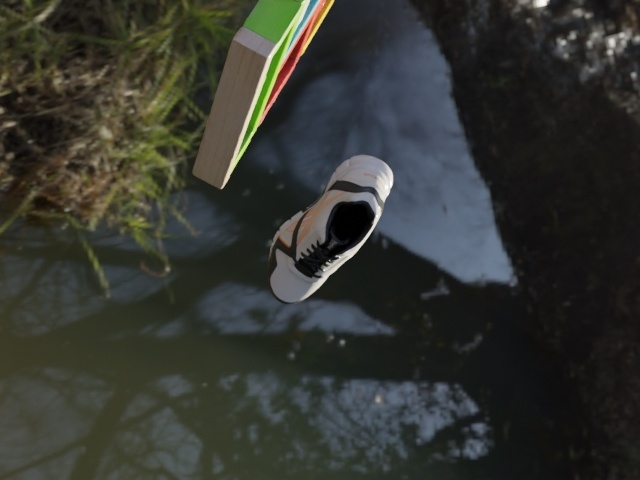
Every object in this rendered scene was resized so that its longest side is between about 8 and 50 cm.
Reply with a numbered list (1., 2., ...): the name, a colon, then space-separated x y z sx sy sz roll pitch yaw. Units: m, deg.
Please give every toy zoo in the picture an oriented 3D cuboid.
1. toy zoo: -0.011 -0.200 0.888 0.030 0.192 0.293 28 60 -1

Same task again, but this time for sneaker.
1. sneaker: 0.000 0.000 0.622 0.040 0.109 0.043 28 34 -11
